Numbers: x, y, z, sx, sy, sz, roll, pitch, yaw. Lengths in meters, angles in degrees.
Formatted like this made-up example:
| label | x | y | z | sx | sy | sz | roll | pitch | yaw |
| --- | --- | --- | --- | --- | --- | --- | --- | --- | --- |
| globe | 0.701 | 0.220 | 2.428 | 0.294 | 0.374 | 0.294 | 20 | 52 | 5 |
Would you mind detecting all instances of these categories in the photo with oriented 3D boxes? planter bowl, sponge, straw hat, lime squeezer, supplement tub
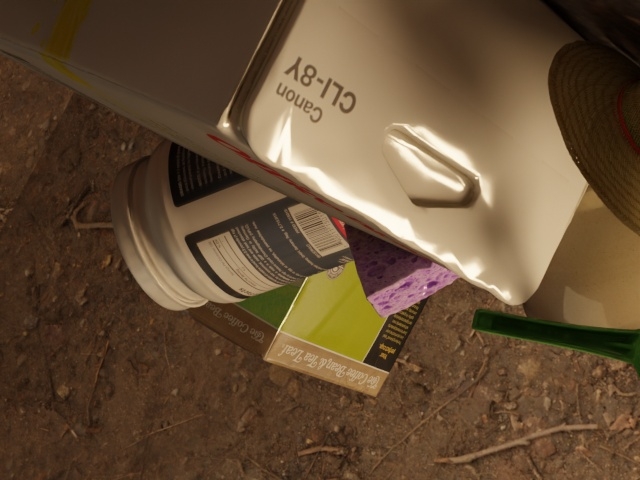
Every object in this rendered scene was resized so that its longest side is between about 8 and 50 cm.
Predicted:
| label | x | y | z | sx | sy | sz | roll | pitch | yaw |
| --- | --- | --- | --- | --- | --- | --- | --- | --- | --- |
| planter bowl | 0.199 | -0.019 | 0.886 | 0.162 | 0.162 | 0.109 | 26 | 151 | 57 |
| sponge | 0.065 | -0.047 | 0.918 | 0.031 | 0.117 | 0.210 | 49 | -165 | -39 |
| straw hat | 0.191 | -0.063 | 0.670 | 0.144 | 0.144 | 0.061 | 28 | 137 | -30 |
| lime squeezer | 0.184 | 0.061 | 0.660 | 0.110 | 0.058 | 0.310 | -2 | 178 | -15 |
| supplement tub | -0.057 | -0.047 | 1.304 | 0.272 | 0.191 | 0.191 | -20 | 158 | 21 |

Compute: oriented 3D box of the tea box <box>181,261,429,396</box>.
| label | x | y | z | sx | sy | sz | roll | pitch | yaw |
| --- | --- | --- | --- | --- | --- | --- | --- | --- | --- |
| tea box | 0.000 | 0.000 | 1.655 | 0.220 | 0.323 | 0.329 | 27 | 178 | 30 |

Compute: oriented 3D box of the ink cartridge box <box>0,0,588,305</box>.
| label | x | y | z | sx | sy | sz | roll | pitch | yaw |
| --- | --- | --- | --- | --- | --- | --- | --- | --- | --- |
| ink cartridge box | -0.040 | -0.126 | 0.806 | 0.279 | 0.160 | 0.385 | 27 | 179 | -44 |
